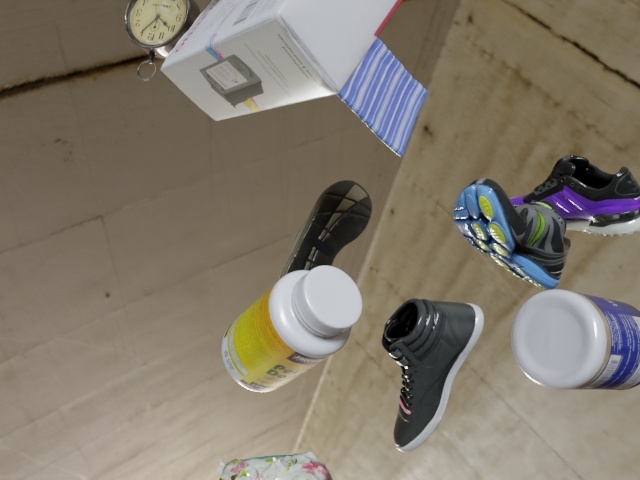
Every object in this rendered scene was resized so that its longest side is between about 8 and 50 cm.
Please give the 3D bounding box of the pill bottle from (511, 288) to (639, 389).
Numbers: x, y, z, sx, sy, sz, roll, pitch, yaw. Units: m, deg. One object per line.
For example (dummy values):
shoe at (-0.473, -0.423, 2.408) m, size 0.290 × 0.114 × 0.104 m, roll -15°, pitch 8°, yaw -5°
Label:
pill bottle at (0.449, 0.168, 0.953) m, size 0.265 × 0.153 × 0.153 m, roll 12°, pitch -56°, yaw -36°

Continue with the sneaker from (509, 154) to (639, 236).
sneaker at (0.463, -0.094, 1.120) m, size 0.102 × 0.293 × 0.146 m, roll -38°, pitch -65°, yaw -36°

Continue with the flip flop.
flip flop at (0.000, 0.000, 1.113) m, size 0.277 × 0.112 × 0.080 m, roll -60°, pitch 23°, yaw -15°

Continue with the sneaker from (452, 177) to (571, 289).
sneaker at (0.198, -0.015, 0.589) m, size 0.188 × 0.067 × 0.078 m, roll 32°, pitch -95°, yaw -40°

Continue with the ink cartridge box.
ink cartridge box at (-0.055, -0.303, 0.819) m, size 0.131 × 0.306 × 0.226 m, roll 44°, pitch -114°, yaw -31°

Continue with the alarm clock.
alarm clock at (-0.284, -0.373, 1.038) m, size 0.064 × 0.130 × 0.191 m, roll 36°, pitch -109°, yaw -71°

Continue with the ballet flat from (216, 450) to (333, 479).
ballet flat at (-0.051, 0.230, 0.303) m, size 0.091 × 0.077 × 0.240 m, roll 87°, pitch -164°, yaw -64°

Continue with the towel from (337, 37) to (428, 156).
towel at (0.129, -0.396, 1.426) m, size 0.040 × 0.336 × 0.243 m, roll -17°, pitch 41°, yaw 48°

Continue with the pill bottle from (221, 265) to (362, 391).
pill bottle at (-0.039, 0.116, 0.773) m, size 0.117 × 0.117 × 0.215 m, roll -22°, pitch -14°, yaw -43°

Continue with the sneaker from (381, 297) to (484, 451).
sneaker at (0.155, 0.225, 1.016) m, size 0.147 × 0.104 × 0.295 m, roll 19°, pitch -78°, yaw -18°
